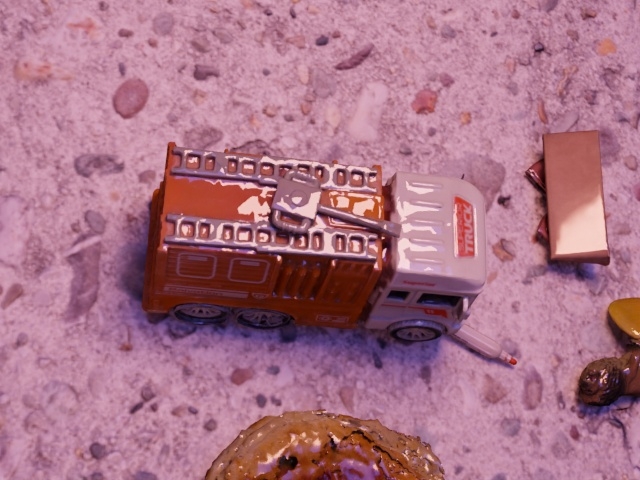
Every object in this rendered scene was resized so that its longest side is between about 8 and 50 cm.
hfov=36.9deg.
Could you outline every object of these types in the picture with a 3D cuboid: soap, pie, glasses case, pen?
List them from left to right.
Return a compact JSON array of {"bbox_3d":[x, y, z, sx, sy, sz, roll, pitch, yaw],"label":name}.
[{"bbox_3d":[0.001,0.312,1.051,0.308,0.085,0.308,6,68,-15],"label":"pie"},{"bbox_3d":[0.157,0.103,1.217,0.218,0.026,0.026,30,63,-5],"label":"pen"},{"bbox_3d":[0.337,-0.052,1.323,0.102,0.070,0.193,-3,70,10],"label":"glasses case"},{"bbox_3d":[0.469,0.106,1.302,0.168,0.033,0.089,-2,40,-24],"label":"soap"}]

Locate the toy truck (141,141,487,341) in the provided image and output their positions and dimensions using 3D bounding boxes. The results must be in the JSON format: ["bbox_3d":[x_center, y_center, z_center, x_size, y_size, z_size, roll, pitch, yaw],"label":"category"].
[{"bbox_3d":[0.000,0.000,1.088,0.388,0.207,0.173,5,66,-9],"label":"toy truck"}]

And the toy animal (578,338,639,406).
[{"bbox_3d":[0.429,0.170,1.260,0.220,0.069,0.086,-1,88,-14],"label":"toy animal"}]
